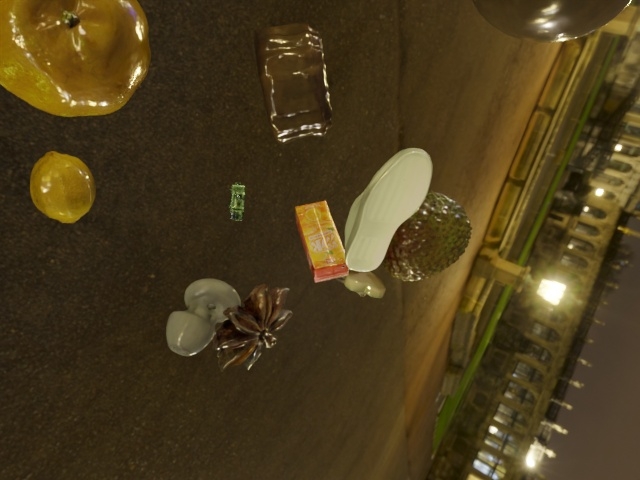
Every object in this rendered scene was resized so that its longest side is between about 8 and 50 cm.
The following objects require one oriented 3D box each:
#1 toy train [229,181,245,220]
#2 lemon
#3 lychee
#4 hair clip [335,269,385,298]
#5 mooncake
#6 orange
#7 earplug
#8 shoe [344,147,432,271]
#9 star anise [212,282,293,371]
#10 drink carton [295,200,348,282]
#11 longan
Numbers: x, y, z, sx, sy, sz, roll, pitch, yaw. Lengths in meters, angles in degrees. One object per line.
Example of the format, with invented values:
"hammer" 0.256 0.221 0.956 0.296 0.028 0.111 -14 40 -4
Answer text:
"toy train" -0.192 -0.091 1.075 0.033 0.053 0.083 1 122 -17
"lemon" -0.892 -0.182 1.616 0.204 0.204 0.260 -32 126 -51
"lychee" 0.271 -0.013 1.348 0.270 0.319 0.270 -9 90 -66
"hair clip" 0.095 0.109 1.370 0.159 0.218 0.071 -23 128 -54
"mooncake" -0.074 -0.450 1.333 0.324 0.187 0.324 170 -90 -89
"orange" -0.443 -0.358 0.823 0.279 0.235 0.279 -11 110 -32
"earplug" -0.445 0.285 1.749 0.214 0.175 0.326 38 94 -23
"shoe" 0.102 -0.067 0.815 0.110 0.095 0.265 -95 -156 -48
"star anise" -0.216 0.270 1.476 0.331 0.117 0.332 -32 141 -30
"drink carton" 0.000 0.000 1.268 0.096 0.223 0.071 -13 144 -9
"longan" 0.356 -0.407 0.696 0.246 0.246 0.215 -26 148 -55
